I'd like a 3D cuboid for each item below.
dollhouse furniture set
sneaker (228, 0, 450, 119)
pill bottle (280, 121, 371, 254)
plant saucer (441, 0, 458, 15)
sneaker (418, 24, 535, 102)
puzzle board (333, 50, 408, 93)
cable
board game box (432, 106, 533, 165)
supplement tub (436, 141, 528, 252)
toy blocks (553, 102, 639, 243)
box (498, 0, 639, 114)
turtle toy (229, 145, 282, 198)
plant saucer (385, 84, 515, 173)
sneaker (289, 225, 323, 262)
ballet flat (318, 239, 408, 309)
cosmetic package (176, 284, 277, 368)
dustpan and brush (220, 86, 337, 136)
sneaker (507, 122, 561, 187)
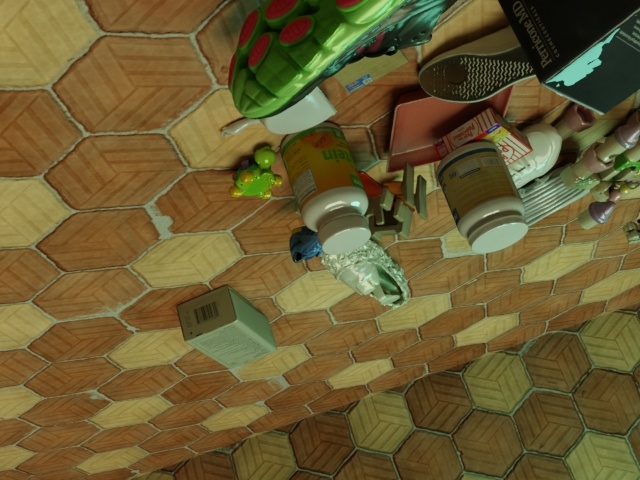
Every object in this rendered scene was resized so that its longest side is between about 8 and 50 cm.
[{"bbox_3d":[0.112,-0.100,1.920,0.262,0.135,0.259,-5,161,27],"label":"dollhouse furniture set"},{"bbox_3d":[0.059,-0.319,1.309,0.483,0.185,0.202,-30,148,26],"label":"sneaker"},{"bbox_3d":[0.016,-0.102,1.736,0.136,0.245,0.136,-15,154,-8],"label":"pill bottle"},{"bbox_3d":[0.108,-0.432,1.381,0.311,0.050,0.310,-15,153,-8],"label":"plant saucer"},{"bbox_3d":[0.332,-0.342,1.649,0.290,0.123,0.106,-9,122,26],"label":"sneaker"},{"bbox_3d":[0.089,-0.326,1.617,0.128,0.011,0.096,-26,154,16],"label":"puzzle board"},{"bbox_3d":[0.572,-0.112,2.178,0.257,0.089,0.257,-26,173,-16],"label":"cable"},{"bbox_3d":[0.353,-0.202,1.884,0.147,0.045,0.193,-32,151,26],"label":"board game box"},{"bbox_3d":[0.338,-0.089,1.813,0.144,0.199,0.144,-14,154,-7],"label":"supplement tub"},{"bbox_3d":[0.725,-0.183,1.970,0.289,0.308,0.260,-1,155,-33],"label":"toy blocks"},{"bbox_3d":[0.486,-0.441,1.334,0.212,0.293,0.395,10,141,-44],"label":"box"},{"bbox_3d":[-0.130,-0.137,1.776,0.095,0.066,0.130,3,146,-36],"label":"turtle toy"},{"bbox_3d":[0.262,-0.253,1.831,0.259,0.047,0.259,-15,155,-8],"label":"plant saucer"},{"bbox_3d":[0.000,0.000,1.903,0.069,0.082,0.209,17,158,-29],"label":"sneaker"},{"bbox_3d":[0.136,0.093,2.326,0.147,0.147,0.409,-29,151,20],"label":"ballet flat"},{"bbox_3d":[-0.251,0.243,2.386,0.160,0.113,0.309,-22,154,7],"label":"cosmetic package"},{"bbox_3d":[-0.092,-0.236,1.636,0.211,0.060,0.147,-31,151,10],"label":"dustpan and brush"},{"bbox_3d":[0.432,-0.149,2.016,0.305,0.114,0.152,-43,-179,38],"label":"sneaker"}]
